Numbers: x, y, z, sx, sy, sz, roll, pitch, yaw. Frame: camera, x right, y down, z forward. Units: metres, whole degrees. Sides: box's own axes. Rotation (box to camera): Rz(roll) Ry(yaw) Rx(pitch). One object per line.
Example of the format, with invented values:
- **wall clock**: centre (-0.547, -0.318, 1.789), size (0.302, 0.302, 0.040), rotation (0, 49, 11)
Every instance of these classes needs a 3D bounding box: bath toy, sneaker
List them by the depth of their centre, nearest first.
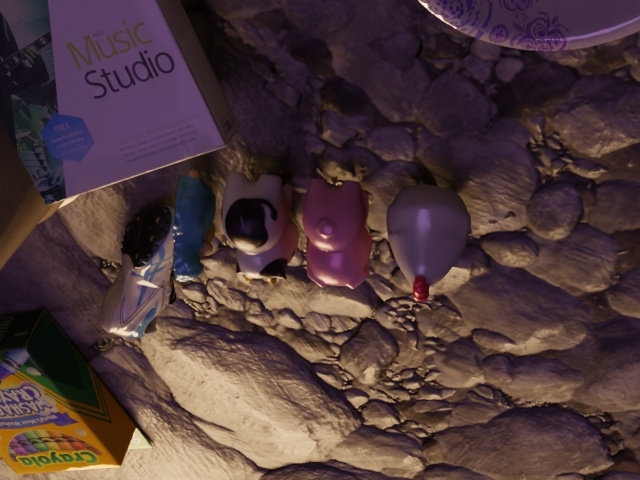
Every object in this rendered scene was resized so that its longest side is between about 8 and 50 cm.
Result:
- **bath toy**: centre (0.000, 0.000, 1.454), size (0.348, 0.129, 0.151), rotation (3, 169, 16)
- **sneaker**: centre (-0.216, 0.039, 1.607), size (0.086, 0.085, 0.237), rotation (4, 139, -25)

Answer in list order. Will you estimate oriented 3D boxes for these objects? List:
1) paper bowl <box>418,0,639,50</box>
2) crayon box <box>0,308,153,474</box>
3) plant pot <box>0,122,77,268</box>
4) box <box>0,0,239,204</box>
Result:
- **paper bowl**: centre (0.196, -0.306, 1.040), size (0.284, 0.148, 0.284), rotation (4, 143, 3)
- **crayon box**: centre (-0.419, 0.249, 1.875), size (0.203, 0.083, 0.323), rotation (-9, 131, 26)
- **plant pot**: centre (-0.458, -0.051, 1.418), size (0.334, 0.305, 0.333), rotation (9, 137, 9)
- **box**: centre (-0.254, -0.212, 1.290), size (0.232, 0.058, 0.322), rotation (-17, 111, 22)
